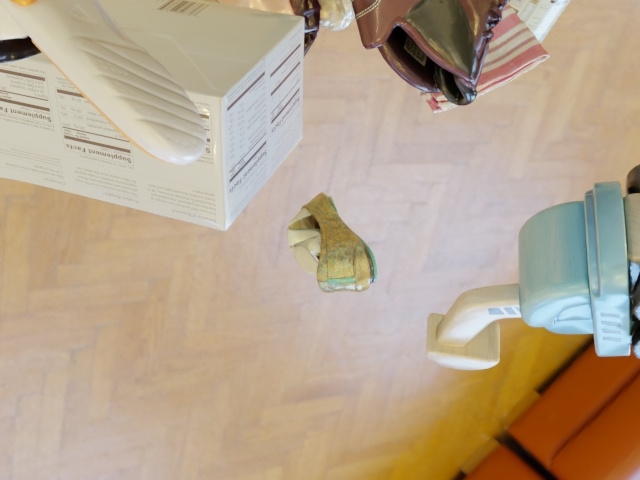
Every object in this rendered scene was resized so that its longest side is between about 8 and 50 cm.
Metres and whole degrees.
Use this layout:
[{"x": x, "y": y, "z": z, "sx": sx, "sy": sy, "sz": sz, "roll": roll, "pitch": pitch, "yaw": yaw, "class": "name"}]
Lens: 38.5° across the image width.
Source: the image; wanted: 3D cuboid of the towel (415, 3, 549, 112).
[{"x": 0.146, "y": -0.245, "z": 1.035, "sx": 0.144, "sy": 0.197, "sz": 0.029, "roll": -27, "pitch": 154, "yaw": -5, "class": "towel"}]

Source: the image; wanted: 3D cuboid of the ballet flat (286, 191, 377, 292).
[{"x": 0.000, "y": 0.000, "z": 1.608, "sx": 0.123, "sy": 0.348, "sz": 0.123, "roll": -5, "pitch": 111, "yaw": -12, "class": "ballet flat"}]

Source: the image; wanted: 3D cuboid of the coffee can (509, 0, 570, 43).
[{"x": 0.400, "y": -0.512, "z": 1.807, "sx": 0.201, "sy": 0.201, "sz": 0.275, "roll": -5, "pitch": 143, "yaw": -33, "class": "coffee can"}]

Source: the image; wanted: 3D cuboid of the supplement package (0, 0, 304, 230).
[{"x": -0.172, "y": -0.145, "z": 0.931, "sx": 0.204, "sy": 0.262, "sz": 0.145, "roll": -56, "pitch": 155, "yaw": -50, "class": "supplement package"}]

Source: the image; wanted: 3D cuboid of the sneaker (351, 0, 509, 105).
[{"x": 0.129, "y": -0.190, "z": 0.731, "sx": 0.281, "sy": 0.106, "sz": 0.162, "roll": -9, "pitch": 90, "yaw": -30, "class": "sneaker"}]

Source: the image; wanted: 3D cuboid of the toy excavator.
[{"x": 0.361, "y": 0.077, "z": 1.441, "sx": 0.433, "sy": 0.445, "sz": 0.222, "roll": 61, "pitch": 32, "yaw": -56, "class": "toy excavator"}]

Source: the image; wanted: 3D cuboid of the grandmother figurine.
[{"x": -0.070, "y": -0.398, "z": 1.607, "sx": 0.342, "sy": 0.104, "sz": 0.207, "roll": -20, "pitch": 122, "yaw": -41, "class": "grandmother figurine"}]

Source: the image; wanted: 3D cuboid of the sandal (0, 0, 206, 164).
[{"x": -0.185, "y": -0.132, "z": 0.589, "sx": 0.076, "sy": 0.265, "sz": 0.102, "roll": -44, "pitch": 170, "yaw": 24, "class": "sandal"}]
